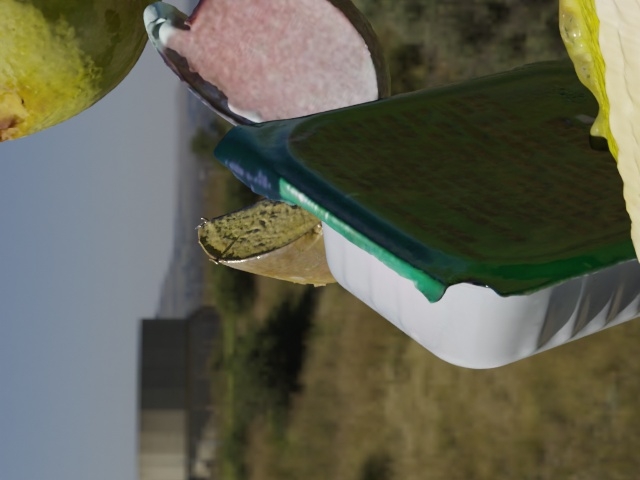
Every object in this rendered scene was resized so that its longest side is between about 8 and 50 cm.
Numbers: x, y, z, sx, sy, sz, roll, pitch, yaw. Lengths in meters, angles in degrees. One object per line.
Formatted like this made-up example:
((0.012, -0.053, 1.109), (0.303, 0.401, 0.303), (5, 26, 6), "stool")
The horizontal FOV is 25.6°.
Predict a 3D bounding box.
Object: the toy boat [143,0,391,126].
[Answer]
((-0.038, -0.172, 1.253), (0.155, 0.227, 0.085), (-53, 6, 18), "toy boat")

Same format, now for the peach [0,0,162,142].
((-0.299, -0.273, 1.456), (0.314, 0.282, 0.315), (70, -147, -41), "peach")

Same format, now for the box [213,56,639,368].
((0.136, -0.015, 0.941), (0.264, 0.337, 0.106), (37, 131, 45), "box")

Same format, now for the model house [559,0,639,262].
((0.201, -0.074, 0.659), (0.234, 0.175, 0.193), (-80, -23, -54), "model house")

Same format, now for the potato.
((0.000, 0.000, 1.516), (0.138, 0.243, 0.098), (47, -154, -43), "potato")
